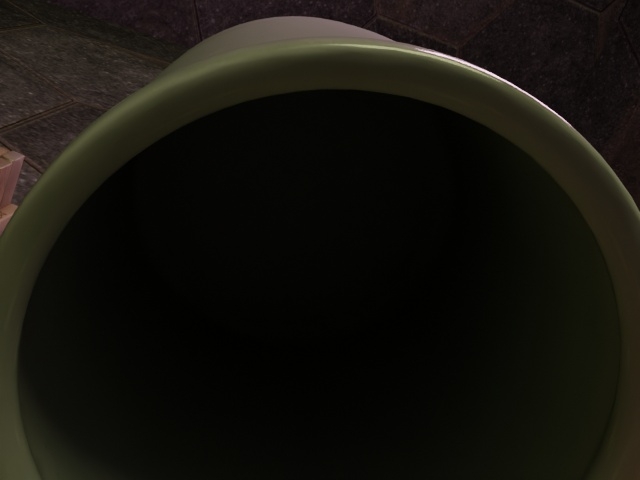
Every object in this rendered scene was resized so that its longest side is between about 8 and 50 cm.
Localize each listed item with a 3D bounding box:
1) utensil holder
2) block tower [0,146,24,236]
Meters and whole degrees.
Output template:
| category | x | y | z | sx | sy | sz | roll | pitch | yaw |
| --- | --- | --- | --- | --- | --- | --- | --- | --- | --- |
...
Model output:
| category | x | y | z | sx | sy | sz | roll | pitch | yaw |
| --- | --- | --- | --- | --- | --- | --- | --- | --- | --- |
| utensil holder | -0.012 | 0.015 | 0.562 | 0.327 | 0.328 | 0.385 | 20 | 16 | -11 |
| block tower | -0.501 | -0.107 | 0.950 | 0.335 | 0.097 | 0.091 | 25 | 19 | 0 |
